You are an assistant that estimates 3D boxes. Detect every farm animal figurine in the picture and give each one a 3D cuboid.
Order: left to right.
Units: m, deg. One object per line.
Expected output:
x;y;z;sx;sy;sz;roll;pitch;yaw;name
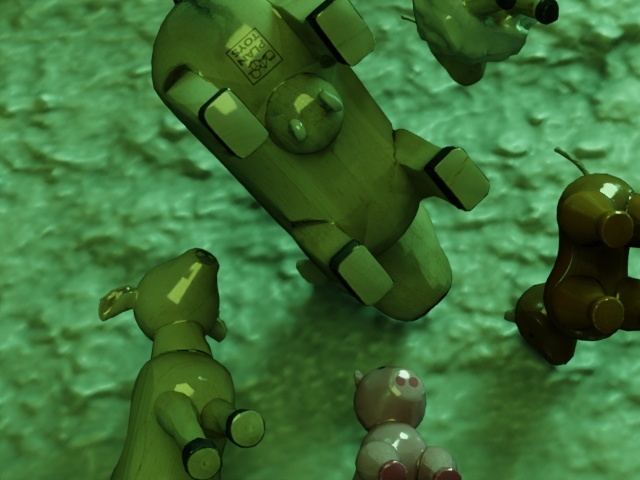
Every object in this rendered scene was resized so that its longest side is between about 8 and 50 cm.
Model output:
0.000;0.000;0.886;0.330;0.172;0.326;-27;110;-13;farm animal figurine
